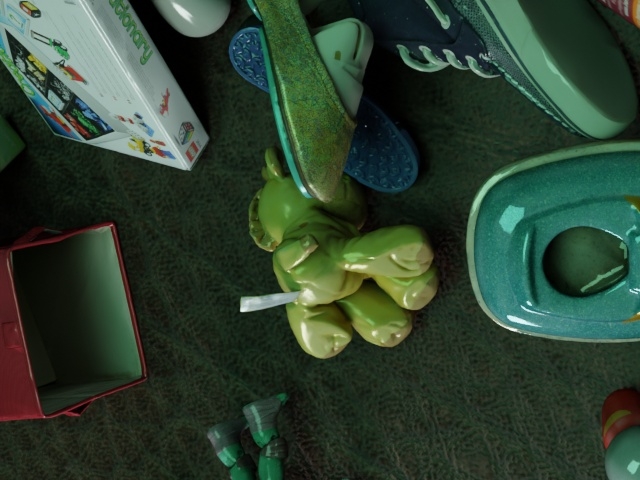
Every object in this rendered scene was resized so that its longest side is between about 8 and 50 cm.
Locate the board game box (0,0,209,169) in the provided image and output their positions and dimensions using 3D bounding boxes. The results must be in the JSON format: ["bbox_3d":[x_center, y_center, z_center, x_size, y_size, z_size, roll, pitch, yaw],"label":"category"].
[{"bbox_3d":[-0.255,-0.197,1.828,0.193,0.305,0.053,16,64,29],"label":"board game box"}]

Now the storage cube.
[{"bbox_3d":[-0.340,0.096,1.986,0.193,0.184,0.215,-7,97,35],"label":"storage cube"}]

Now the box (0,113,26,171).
[{"bbox_3d":[-0.491,-0.004,1.986,0.232,0.322,0.058,-28,108,35],"label":"box"}]

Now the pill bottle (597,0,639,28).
[{"bbox_3d":[0.219,-0.350,1.500,0.392,0.224,0.224,39,119,20],"label":"pill bottle"}]

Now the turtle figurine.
[{"bbox_3d":[-0.039,0.290,1.879,0.175,0.118,0.234,-28,76,28],"label":"turtle figurine"}]

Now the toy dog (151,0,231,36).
[{"bbox_3d":[-0.191,-0.356,1.751,0.220,0.333,0.161,9,64,10],"label":"toy dog"}]

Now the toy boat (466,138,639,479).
[{"bbox_3d":[0.273,0.067,1.576,0.268,0.148,0.318,-7,109,5],"label":"toy boat"}]

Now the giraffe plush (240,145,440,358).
[{"bbox_3d":[0.000,0.000,1.773,0.181,0.210,0.170,-63,34,38],"label":"giraffe plush"}]

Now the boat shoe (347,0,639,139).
[{"bbox_3d":[0.148,-0.197,1.654,0.158,0.127,0.340,-48,66,38],"label":"boat shoe"}]

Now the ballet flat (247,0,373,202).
[{"bbox_3d":[-0.013,-0.211,1.655,0.123,0.123,0.348,-28,71,34],"label":"ballet flat"}]

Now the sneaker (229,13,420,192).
[{"bbox_3d":[0.015,-0.148,1.772,0.232,0.090,0.081,42,121,-6],"label":"sneaker"}]
